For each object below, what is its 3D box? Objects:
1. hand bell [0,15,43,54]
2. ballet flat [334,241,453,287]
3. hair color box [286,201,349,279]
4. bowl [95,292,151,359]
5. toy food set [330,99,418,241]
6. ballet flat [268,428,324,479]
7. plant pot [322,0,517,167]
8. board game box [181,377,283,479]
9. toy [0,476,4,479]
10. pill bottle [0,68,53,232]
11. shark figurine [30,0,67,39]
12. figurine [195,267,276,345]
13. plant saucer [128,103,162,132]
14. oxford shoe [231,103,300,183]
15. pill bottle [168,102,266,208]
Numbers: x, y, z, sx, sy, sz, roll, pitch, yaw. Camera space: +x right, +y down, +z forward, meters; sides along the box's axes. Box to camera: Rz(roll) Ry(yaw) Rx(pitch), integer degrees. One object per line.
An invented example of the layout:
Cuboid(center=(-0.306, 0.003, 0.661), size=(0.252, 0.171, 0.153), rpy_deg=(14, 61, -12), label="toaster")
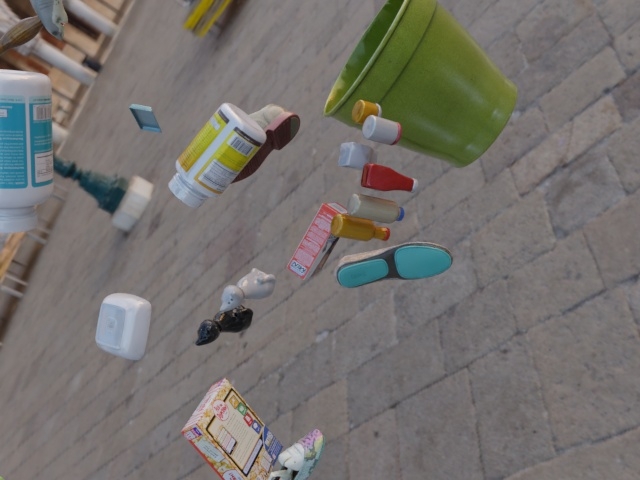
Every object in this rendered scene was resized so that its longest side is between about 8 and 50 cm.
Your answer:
Cuboid(center=(-0.635, -0.367, 1.293), size=(0.242, 0.126, 0.126), rpy_deg=(-26, 35, 11), label="hand bell")
Cuboid(center=(0.191, 0.053, 1.779), size=(0.106, 0.316, 0.107), rpy_deg=(-91, -6, -72), label="ballet flat")
Cuboid(center=(0.000, 0.000, 1.464), size=(0.167, 0.053, 0.093), rpy_deg=(-59, -15, 16), label="hair color box")
Cuboid(center=(-0.447, 0.189, 1.476), size=(0.142, 0.053, 0.142), rpy_deg=(9, 88, 37), label="bowl")
Cuboid(center=(0.099, -0.112, 1.110), size=(0.111, 0.105, 0.232), rpy_deg=(7, 87, 64), label="toy food set")
Cuboid(center=(-0.071, 0.502, 1.426), size=(0.221, 0.079, 0.077), rpy_deg=(-61, 31, 3), label="ballet flat")
Cuboid(center=(0.251, -0.357, 1.554), size=(0.366, 0.353, 0.366), rpy_deg=(-55, 14, 20), label="plant pot")
Cuboid(center=(-0.167, 0.388, 1.295), size=(0.045, 0.193, 0.147), rpy_deg=(-32, 12, 27), label="board game box")
Cuboid(center=(-0.525, 0.470, 1.083), size=(0.237, 0.137, 0.056), rpy_deg=(36, 109, 52), label="toy")
Cuboid(center=(-0.529, -0.151, 1.118), size=(0.146, 0.146, 0.264), rpy_deg=(-142, 55, -64), label="pill bottle")
Cuboid(center=(-0.527, -0.527, 1.203), size=(0.166, 0.116, 0.278), rpy_deg=(79, -171, -84), label="shark figurine")
Cuboid(center=(-0.236, 0.183, 1.802), size=(0.215, 0.092, 0.209), rpy_deg=(-55, -12, 24), label="figurine")
Cuboid(center=(-0.512, -0.358, 1.952), size=(0.192, 0.067, 0.018), rpy_deg=(119, 160, -79), label="plant saucer")
Cuboid(center=(-0.223, -0.282, 1.945), size=(0.348, 0.123, 0.130), rpy_deg=(-37, 58, -25), label="oxford shoe")
Cuboid(center=(-0.220, -0.172, 1.385), size=(0.215, 0.117, 0.117), rpy_deg=(-48, 28, 13), label="pill bottle")
